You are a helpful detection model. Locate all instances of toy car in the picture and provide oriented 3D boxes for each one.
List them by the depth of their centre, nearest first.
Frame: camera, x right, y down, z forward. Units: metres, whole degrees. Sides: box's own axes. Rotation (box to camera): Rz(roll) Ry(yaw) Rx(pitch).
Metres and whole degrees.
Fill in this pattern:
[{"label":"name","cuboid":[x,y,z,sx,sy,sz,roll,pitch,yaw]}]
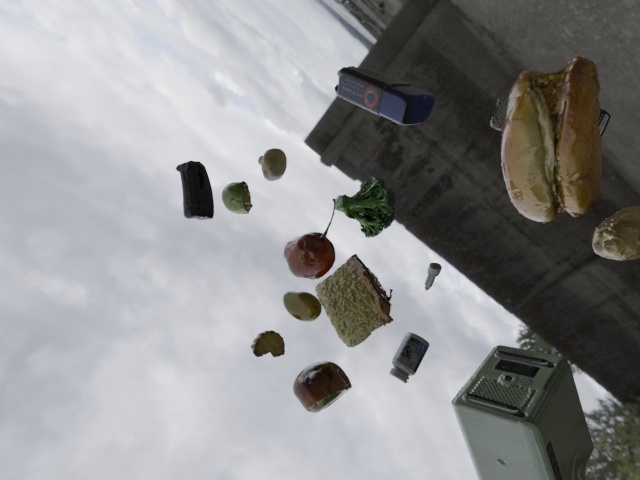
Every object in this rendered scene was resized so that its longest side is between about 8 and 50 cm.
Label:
[{"label":"toy car","cuboid":[0.624,-0.426,1.366,0.069,0.142,0.055,21,161,14]}]

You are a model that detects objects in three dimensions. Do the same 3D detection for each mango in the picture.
[{"label":"mango","cuboid":[-0.082,0.279,1.731,0.195,0.130,0.092,28,-164,29]}]

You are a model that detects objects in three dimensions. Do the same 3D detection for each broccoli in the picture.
[{"label":"broccoli","cuboid":[0.191,-0.160,1.744,0.269,0.254,0.269,12,-154,-6]}]

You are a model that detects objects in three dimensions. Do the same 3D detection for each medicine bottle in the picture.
[{"label":"medicine bottle","cuboid":[0.363,0.486,1.661,0.107,0.191,0.107,30,165,9]}]

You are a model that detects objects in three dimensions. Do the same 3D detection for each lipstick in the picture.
[{"label":"lipstick","cuboid":[0.591,0.201,2.155,0.063,0.186,0.057,4,-139,-5]}]

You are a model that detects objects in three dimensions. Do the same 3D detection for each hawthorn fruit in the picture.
[{"label":"hawthorn fruit","cuboid":[0.000,0.000,1.289,0.165,0.285,0.165,31,-157,-15]}]

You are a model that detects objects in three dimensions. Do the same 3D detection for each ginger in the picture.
[{"label":"ginger","cuboid":[0.655,-0.007,0.904,0.193,0.123,0.115,38,-141,-83]}]

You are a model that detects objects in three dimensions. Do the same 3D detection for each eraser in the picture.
[{"label":"eraser","cuboid":[0.203,-0.477,1.306,0.155,0.101,0.332,-18,-136,-35]}]

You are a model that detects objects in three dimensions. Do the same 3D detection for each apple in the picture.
[{"label":"apple","cuboid":[0.002,0.546,1.517,0.173,0.188,0.207,49,179,7]}]

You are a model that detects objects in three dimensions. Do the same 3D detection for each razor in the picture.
[{"label":"razor","cuboid":[-0.310,-0.125,1.010,0.090,0.054,0.147,2,-102,-69]}]

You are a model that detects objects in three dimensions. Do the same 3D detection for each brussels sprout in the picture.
[{"label":"brussels sprout","cuboid":[-0.370,-0.182,1.755,0.149,0.122,0.151,-84,-14,-51]}]

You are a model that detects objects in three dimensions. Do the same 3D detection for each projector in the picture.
[{"label":"projector","cuboid":[0.358,0.335,0.706,0.177,0.163,0.242,-30,-76,-35]}]

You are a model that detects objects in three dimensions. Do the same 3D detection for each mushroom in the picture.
[{"label":"mushroom","cuboid":[-0.217,-0.339,1.784,0.123,0.154,0.154,17,-158,12]}]

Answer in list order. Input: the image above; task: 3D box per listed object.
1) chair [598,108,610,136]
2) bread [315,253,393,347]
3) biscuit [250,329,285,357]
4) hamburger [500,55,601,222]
[{"label":"chair","cuboid":[0.896,-0.344,1.378,0.084,0.212,0.101,28,170,2]},{"label":"bread","cuboid":[0.159,0.244,1.496,0.279,0.248,0.315,37,-160,-54]},{"label":"biscuit","cuboid":[-0.230,0.453,1.762,0.183,0.061,0.118,20,-111,-44]},{"label":"hamburger","cuboid":[0.466,-0.191,0.813,0.289,0.170,0.314,-57,-47,-38]}]
